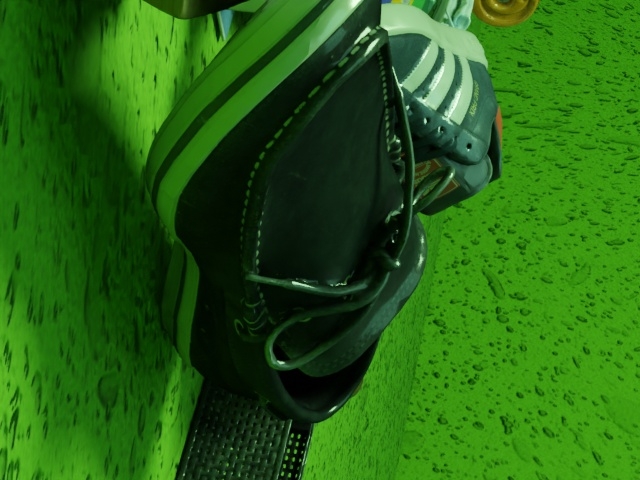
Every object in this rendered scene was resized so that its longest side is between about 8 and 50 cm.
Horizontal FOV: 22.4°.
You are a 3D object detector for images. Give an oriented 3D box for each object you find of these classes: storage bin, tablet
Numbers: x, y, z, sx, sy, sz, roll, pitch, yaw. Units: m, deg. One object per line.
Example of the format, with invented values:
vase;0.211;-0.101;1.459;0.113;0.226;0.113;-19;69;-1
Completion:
storage bin;-0.063;0.185;1.397;0.122;0.084;0.180;87;14;-51
tablet;-0.074;-0.197;1.239;0.083;0.006;0.054;84;17;-61

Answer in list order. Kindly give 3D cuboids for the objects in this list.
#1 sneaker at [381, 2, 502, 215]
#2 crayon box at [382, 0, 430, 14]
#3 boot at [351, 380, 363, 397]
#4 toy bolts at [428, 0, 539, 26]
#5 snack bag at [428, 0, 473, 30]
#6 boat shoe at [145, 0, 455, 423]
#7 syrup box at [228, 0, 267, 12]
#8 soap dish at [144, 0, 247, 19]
sneaker;0.064;-0.094;1.300;0.350;0.131;0.148;-7;77;-60
crayon box;0.035;-0.338;1.379;0.203;0.083;0.323;14;83;-62
boot;0.001;0.001;1.683;0.211;0.104;0.295;-96;179;-66
toy bolts;0.169;-0.344;2.131;0.158;0.218;0.228;-82;-168;-46
snack bag;0.102;-0.156;1.966;0.342;0.037;0.323;-71;-173;-52
boat shoe;-0.007;-0.011;1.039;0.187;0.156;0.500;-46;167;-22
syrup box;-0.025;-0.286;1.163;0.096;0.093;0.237;-65;159;-60
soap dish;-0.061;-0.275;0.883;0.229;0.118;0.291;-50;147;-74
